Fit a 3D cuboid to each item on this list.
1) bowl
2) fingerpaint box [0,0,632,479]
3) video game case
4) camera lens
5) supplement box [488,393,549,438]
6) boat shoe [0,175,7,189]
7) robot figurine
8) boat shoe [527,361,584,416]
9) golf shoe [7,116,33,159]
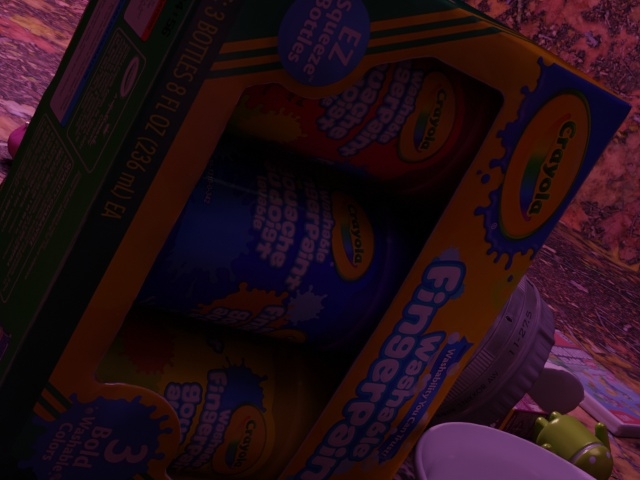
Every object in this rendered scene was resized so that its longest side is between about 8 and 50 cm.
[{"bbox_3d":[0.174,0.288,0.866,0.298,0.134,0.298,28,16,-8],"label":"bowl"},{"bbox_3d":[-0.036,0.000,0.818,0.371,0.444,0.163,19,19,-37],"label":"fingerpaint box"},{"bbox_3d":[0.432,0.225,1.758,0.204,0.025,0.285,14,22,-46],"label":"video game case"},{"bbox_3d":[0.100,0.065,1.217,0.274,0.219,0.219,40,11,-20],"label":"camera lens"},{"bbox_3d":[0.244,0.221,1.387,0.083,0.043,0.055,15,20,-41],"label":"supplement box"},{"bbox_3d":[-0.214,-0.040,1.157,0.342,0.123,0.123,14,65,-54],"label":"boat shoe"},{"bbox_3d":[0.313,0.263,1.331,0.101,0.067,0.115,-12,36,-27],"label":"robot figurine"},{"bbox_3d":[0.270,0.183,1.494,0.219,0.077,0.070,20,19,-26],"label":"boat shoe"},{"bbox_3d":[-0.256,-0.105,1.418,0.306,0.140,0.115,-8,32,-29],"label":"golf shoe"}]
